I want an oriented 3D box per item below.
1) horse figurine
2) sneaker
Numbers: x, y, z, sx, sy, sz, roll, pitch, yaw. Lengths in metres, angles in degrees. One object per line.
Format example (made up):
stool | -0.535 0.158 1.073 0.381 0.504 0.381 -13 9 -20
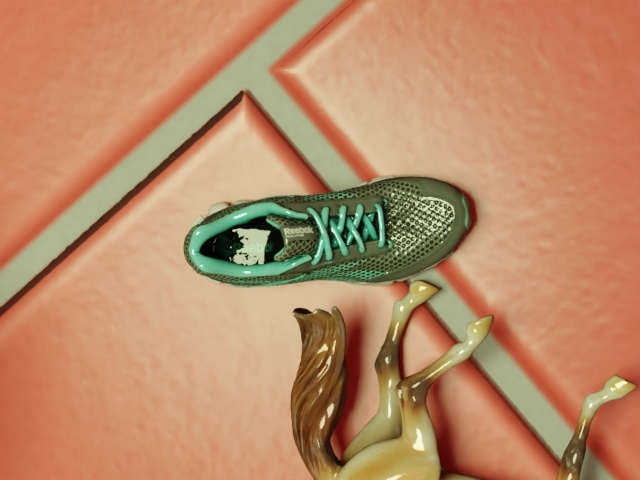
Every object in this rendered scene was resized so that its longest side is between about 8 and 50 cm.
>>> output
horse figurine | 0.086 0.133 0.742 0.263 0.066 0.174 27 91 5
sneaker | 0.000 0.000 0.748 0.166 0.076 0.065 -10 90 10
